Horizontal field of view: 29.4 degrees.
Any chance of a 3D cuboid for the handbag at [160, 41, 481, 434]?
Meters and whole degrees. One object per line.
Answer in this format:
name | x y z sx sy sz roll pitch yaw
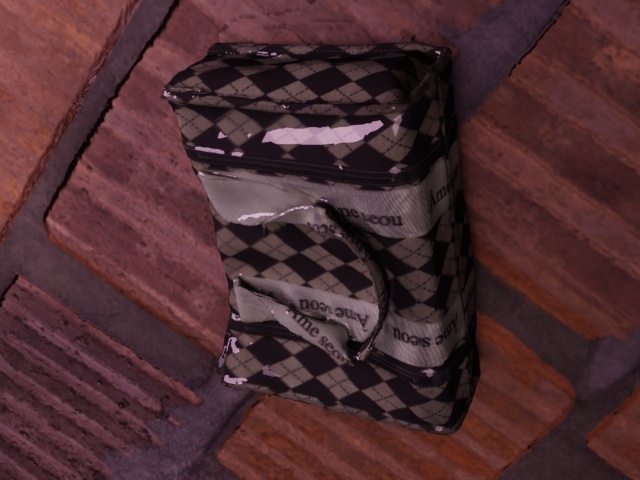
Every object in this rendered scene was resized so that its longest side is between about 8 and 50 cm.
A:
handbag | 0.000 0.000 1.330 0.316 0.180 0.416 4 122 24
